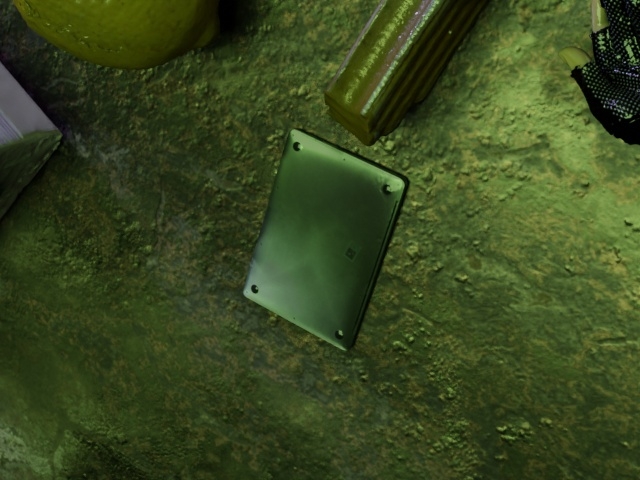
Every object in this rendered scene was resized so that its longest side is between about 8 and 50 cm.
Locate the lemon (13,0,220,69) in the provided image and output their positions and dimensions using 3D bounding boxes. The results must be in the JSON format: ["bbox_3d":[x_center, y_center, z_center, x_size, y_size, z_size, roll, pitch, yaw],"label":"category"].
[{"bbox_3d":[-0.265,-0.350,1.521,0.310,0.258,0.258,27,118,-12],"label":"lemon"}]

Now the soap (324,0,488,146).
[{"bbox_3d":[0.104,-0.233,1.405,0.080,0.160,0.258,42,118,15],"label":"soap"}]

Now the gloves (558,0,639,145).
[{"bbox_3d":[0.354,-0.204,1.326,0.129,0.106,0.181,-30,59,30],"label":"gloves"}]

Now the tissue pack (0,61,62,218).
[{"bbox_3d":[-0.626,-0.186,1.790,0.380,0.207,0.297,49,118,9],"label":"tissue pack"}]

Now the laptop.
[{"bbox_3d":[0.000,0.000,1.606,0.187,0.015,0.269,27,114,21],"label":"laptop"}]
